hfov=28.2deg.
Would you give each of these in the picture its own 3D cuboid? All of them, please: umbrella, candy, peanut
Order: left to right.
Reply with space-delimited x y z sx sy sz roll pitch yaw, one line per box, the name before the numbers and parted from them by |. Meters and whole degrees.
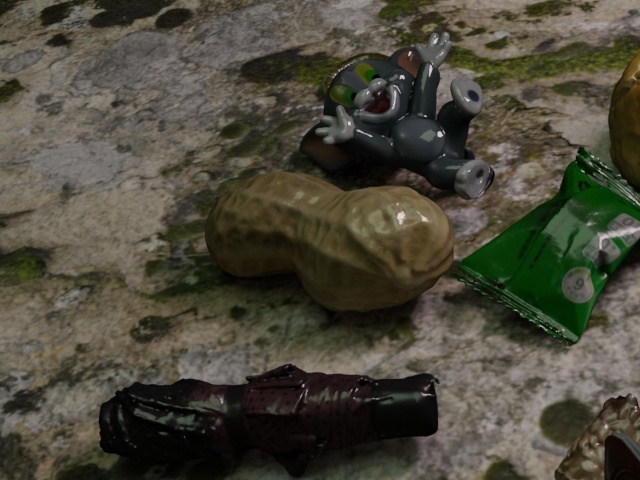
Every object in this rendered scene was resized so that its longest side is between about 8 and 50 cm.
umbrella | -0.048 0.158 1.169 0.326 0.090 0.094 -6 37 13
peanut | 0.000 0.000 1.315 0.298 0.120 0.136 12 67 36
candy | 0.245 0.000 1.256 0.203 0.078 0.141 -43 45 -20
candy | 0.250 0.185 1.032 0.095 0.085 0.110 23 63 31

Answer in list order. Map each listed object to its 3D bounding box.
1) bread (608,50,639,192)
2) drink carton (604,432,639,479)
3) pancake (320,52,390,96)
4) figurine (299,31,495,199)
bread | 0.412 -0.139 1.311 0.244 0.134 0.244 -13 38 11
drink carton | 0.325 0.224 0.900 0.190 0.185 0.191 -15 36 -15
pancake | 0.053 -0.206 1.616 0.108 0.017 0.108 -8 43 8
figurine | 0.107 -0.135 1.422 0.265 0.140 0.193 34 84 30
